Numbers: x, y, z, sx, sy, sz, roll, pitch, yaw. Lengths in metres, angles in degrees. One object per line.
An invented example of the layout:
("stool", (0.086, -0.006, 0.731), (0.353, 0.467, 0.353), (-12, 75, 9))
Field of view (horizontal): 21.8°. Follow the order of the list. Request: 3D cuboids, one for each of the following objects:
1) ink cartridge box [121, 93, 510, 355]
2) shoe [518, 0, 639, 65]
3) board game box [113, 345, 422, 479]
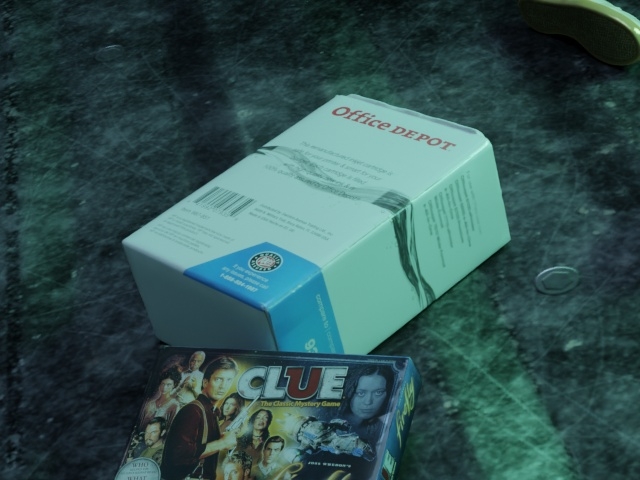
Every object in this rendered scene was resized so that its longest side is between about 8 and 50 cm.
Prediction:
("ink cartridge box", (0.000, 0.000, 1.632), (0.307, 0.129, 0.223), (-36, 37, -29))
("shoe", (0.316, -0.263, 1.943), (0.058, 0.077, 0.219), (-33, 34, -17))
("board game box", (-0.048, 0.173, 1.428), (0.243, 0.042, 0.165), (0, 54, 24))
